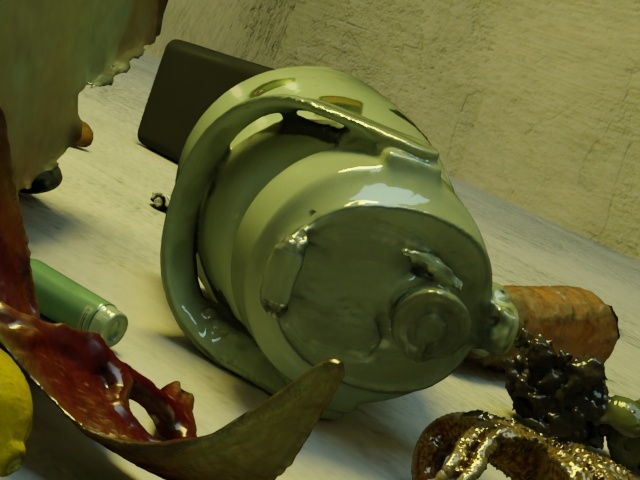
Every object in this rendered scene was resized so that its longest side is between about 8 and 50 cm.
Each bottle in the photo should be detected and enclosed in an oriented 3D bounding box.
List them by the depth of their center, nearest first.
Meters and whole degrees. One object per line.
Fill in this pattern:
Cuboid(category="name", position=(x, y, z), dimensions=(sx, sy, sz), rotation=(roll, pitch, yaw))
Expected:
Cuboid(category="bottle", position=(-0.163, 0.041, 0.900), dimensions=(0.083, 0.030, 0.030), rotation=(27, 10, 26))
Cuboid(category="bottle", position=(0.000, 0.000, 0.996), dimensions=(0.229, 0.229, 0.351), rotation=(19, 12, -14))

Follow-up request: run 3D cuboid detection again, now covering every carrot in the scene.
Cuboid(category="carrot", position=(0.166, 0.076, 1.274), dimensions=(0.263, 0.102, 0.102), rotation=(10, 14, -47))

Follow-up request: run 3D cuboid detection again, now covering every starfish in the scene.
Cuboid(category="starfish", position=(0.144, 0.157, 0.807), dimensions=(0.190, 0.074, 0.146), rotation=(22, 3, -9))

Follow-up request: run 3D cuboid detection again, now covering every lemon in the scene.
Cuboid(category="lemon", position=(-0.158, 0.074, 0.610), dimensions=(0.083, 0.062, 0.062), rotation=(41, 17, 26))

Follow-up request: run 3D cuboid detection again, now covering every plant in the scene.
Cuboid(category="plant", position=(0.222, 0.136, 1.117), dimensions=(0.174, 0.085, 0.087), rotation=(27, 33, 5))

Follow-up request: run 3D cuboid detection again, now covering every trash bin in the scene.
Cuboid(category="trash bin", position=(-0.110, -0.155, 1.800), dimensions=(0.225, 0.165, 0.115), rotation=(24, 10, 35))

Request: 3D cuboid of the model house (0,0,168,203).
Cuboid(category="model house", position=(-0.334, -0.285, 1.013), dimensions=(0.400, 0.395, 0.445), rotation=(12, 24, 8))

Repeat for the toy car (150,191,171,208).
Cuboid(category="toy car", position=(-0.135, -0.033, 1.434), dimensions=(0.093, 0.025, 0.041), rotation=(26, 9, 26))

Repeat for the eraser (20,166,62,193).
Cuboid(category="eraser", position=(-0.375, -0.140, 1.277), dimensions=(0.332, 0.101, 0.155), rotation=(27, 12, 39))

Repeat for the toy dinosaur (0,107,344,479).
Cuboid(category="toy dinosaur", position=(-0.105, 0.035, 0.705), dimensions=(0.206, 0.113, 0.327), rotation=(35, -4, -15))

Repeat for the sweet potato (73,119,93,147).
Cuboid(category="sweet potato", position=(-0.404, -0.182, 1.535), dimensions=(0.346, 0.079, 0.108), rotation=(22, -4, -18))
